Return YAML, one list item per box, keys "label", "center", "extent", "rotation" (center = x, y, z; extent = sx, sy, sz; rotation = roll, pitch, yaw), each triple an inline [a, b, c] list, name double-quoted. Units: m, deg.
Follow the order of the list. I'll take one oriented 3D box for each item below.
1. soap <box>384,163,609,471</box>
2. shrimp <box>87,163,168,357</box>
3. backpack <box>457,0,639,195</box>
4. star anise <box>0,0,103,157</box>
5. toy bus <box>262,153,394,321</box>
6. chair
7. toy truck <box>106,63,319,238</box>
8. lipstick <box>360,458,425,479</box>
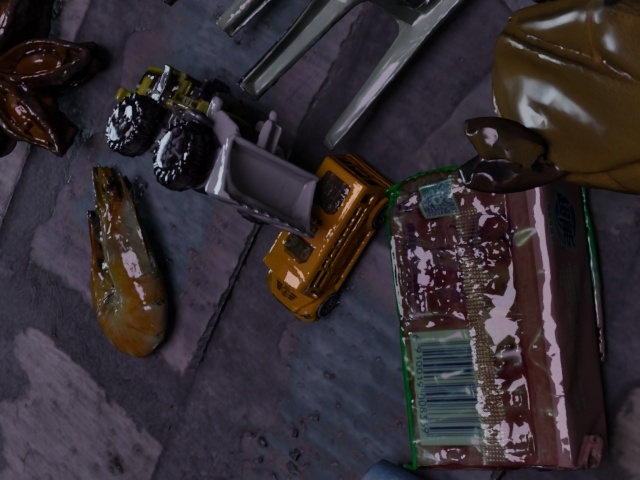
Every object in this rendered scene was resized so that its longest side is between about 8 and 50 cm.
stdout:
- label: "soap"
  center: [0.145, 0.068, 1.039]
  extent: [0.218, 0.098, 0.273]
  rotation: [-8, 87, 32]
- label: "shrimp"
  center: [-0.220, 0.022, 1.304]
  extent: [0.115, 0.051, 0.217]
  rotation: [-18, 84, 34]
- label: "backpack"
  center: [0.286, -0.093, 0.772]
  extent: [0.378, 0.353, 0.201]
  rotation: [-138, 59, -69]
- label: "star anise"
  center: [-0.337, -0.200, 1.350]
  extent: [0.214, 0.099, 0.220]
  rotation: [2, 87, 19]
- label: "toy bus"
  center: [0.000, 0.000, 1.145]
  extent: [0.069, 0.074, 0.162]
  rotation: [40, 110, 24]
- label: "chair"
  center: [0.012, -0.254, 1.064]
  extent: [0.275, 0.190, 0.203]
  rotation: [-48, 66, 11]
- label: "toy truck"
  center: [-0.100, -0.092, 1.139]
  extent: [0.286, 0.136, 0.111]
  rotation: [32, 96, 51]
- label: "lipstick"
  center: [0.154, 0.285, 1.061]
  extent: [0.274, 0.061, 0.068]
  rotation: [28, 107, 25]
